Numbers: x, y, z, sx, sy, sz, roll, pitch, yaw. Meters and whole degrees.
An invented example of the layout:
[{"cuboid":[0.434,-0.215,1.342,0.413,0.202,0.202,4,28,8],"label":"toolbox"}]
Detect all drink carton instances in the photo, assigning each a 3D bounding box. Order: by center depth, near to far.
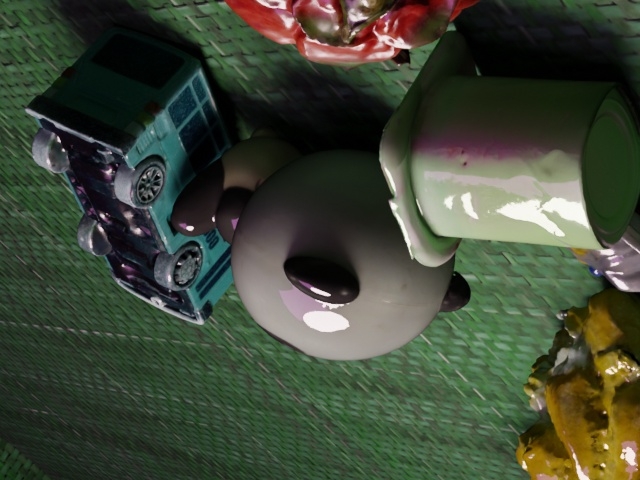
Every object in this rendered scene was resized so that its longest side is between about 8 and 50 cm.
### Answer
[{"cuboid":[0.144,-0.054,1.403,0.142,0.146,0.144,6,137,28],"label":"drink carton"}]

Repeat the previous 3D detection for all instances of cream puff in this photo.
[{"cuboid":[0.253,0.159,1.663,0.194,0.195,0.221,30,161,8],"label":"cream puff"}]

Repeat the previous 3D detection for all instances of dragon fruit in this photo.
[{"cuboid":[0.010,-0.205,1.212,0.274,0.192,0.193,-115,24,-64],"label":"dragon fruit"}]

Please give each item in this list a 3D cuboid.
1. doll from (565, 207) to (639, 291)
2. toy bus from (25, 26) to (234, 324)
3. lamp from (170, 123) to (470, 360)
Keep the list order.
[{"cuboid":[0.200,-0.016,1.510,0.194,0.062,0.104,33,153,20],"label":"doll"},{"cuboid":[-0.147,-0.056,1.783,0.128,0.147,0.256,25,153,31],"label":"toy bus"},{"cuboid":[0.000,0.000,1.668,0.244,0.198,0.198,31,163,45],"label":"lamp"}]
